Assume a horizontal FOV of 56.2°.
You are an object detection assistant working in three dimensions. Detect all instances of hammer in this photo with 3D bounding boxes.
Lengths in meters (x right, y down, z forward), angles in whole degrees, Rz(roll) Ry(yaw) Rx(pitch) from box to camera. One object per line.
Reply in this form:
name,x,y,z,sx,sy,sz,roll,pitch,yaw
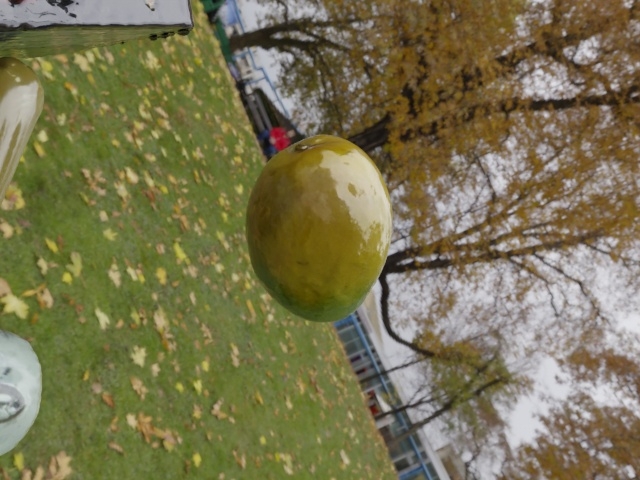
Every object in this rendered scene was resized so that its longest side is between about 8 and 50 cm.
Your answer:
hammer,-0.266,0.012,0.417,0.202,0.113,0.305,31,73,-66

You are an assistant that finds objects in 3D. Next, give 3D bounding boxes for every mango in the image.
mango,0.000,0.000,0.527,0.092,0.130,0.195,-92,173,-47

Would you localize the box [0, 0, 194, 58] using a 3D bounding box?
box,-0.263,-0.143,0.373,0.350,0.211,0.058,-31,117,-56
